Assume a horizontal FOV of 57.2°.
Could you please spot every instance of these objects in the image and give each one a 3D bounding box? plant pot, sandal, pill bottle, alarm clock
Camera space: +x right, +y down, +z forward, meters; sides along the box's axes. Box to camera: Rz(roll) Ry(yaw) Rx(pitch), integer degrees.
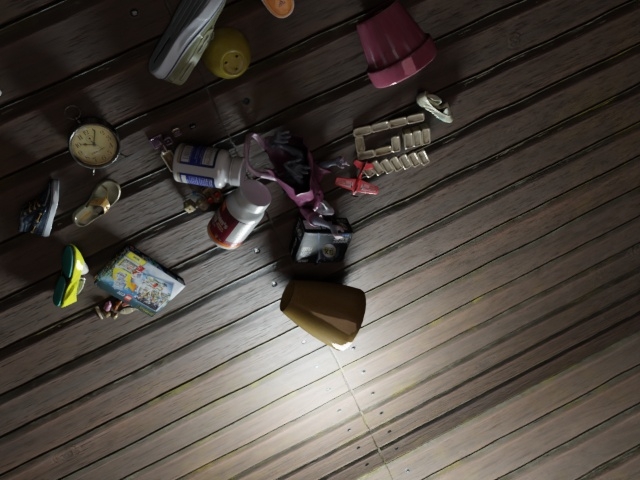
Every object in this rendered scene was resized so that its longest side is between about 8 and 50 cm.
[{"bbox_3d":[-0.238,-0.480,1.541,0.134,0.095,0.134,-12,127,-16],"label":"plant pot"},{"bbox_3d":[-0.634,-0.099,1.667,0.180,0.049,0.072,-42,129,9],"label":"sandal"},{"bbox_3d":[0.196,-0.554,1.628,0.201,0.201,0.180,-34,114,2],"label":"plant pot"},{"bbox_3d":[-0.309,-0.206,1.648,0.187,0.112,0.112,10,122,3],"label":"pill bottle"},{"bbox_3d":[-0.007,0.240,2.079,0.254,0.237,0.237,22,112,-20],"label":"plant pot"},{"bbox_3d":[-0.607,-0.274,1.547,0.129,0.064,0.192,-27,131,-4],"label":"alarm clock"},{"bbox_3d":[-0.138,-0.662,1.441,0.102,0.076,0.265,-38,128,6],"label":"sandal"},{"bbox_3d":[-0.243,-0.078,1.759,0.121,0.121,0.221,14,139,-30],"label":"pill bottle"}]

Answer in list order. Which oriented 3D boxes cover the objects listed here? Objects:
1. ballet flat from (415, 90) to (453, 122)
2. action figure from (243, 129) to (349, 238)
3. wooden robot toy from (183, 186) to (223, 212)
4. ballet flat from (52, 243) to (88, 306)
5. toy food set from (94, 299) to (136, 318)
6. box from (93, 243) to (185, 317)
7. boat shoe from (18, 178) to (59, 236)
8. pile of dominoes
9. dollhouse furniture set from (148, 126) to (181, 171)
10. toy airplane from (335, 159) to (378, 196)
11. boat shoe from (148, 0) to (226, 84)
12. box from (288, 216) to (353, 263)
[{"bbox_3d":[0.376,-0.424,1.863,0.168,0.057,0.052,18,150,-32],"label":"ballet flat"},{"bbox_3d":[-0.059,-0.151,1.789,0.276,0.248,0.370,2,158,16],"label":"action figure"},{"bbox_3d":[-0.324,-0.128,1.771,0.173,0.076,0.079,-38,140,5],"label":"wooden robot toy"},{"bbox_3d":[-0.740,0.103,1.757,0.077,0.077,0.231,-5,130,-46],"label":"ballet flat"},{"bbox_3d":[-0.659,0.220,1.898,0.122,0.019,0.078,-18,128,-11],"label":"toy food set"},{"bbox_3d":[-0.570,0.131,1.857,0.159,0.044,0.233,-42,129,8],"label":"box"},{"bbox_3d":[-0.770,-0.091,1.603,0.083,0.065,0.183,10,119,-30],"label":"boat shoe"},{"bbox_3d":[0.234,-0.314,1.913,0.251,0.040,0.196,-14,129,-4],"label":"pile of dominoes"},{"bbox_3d":[-0.409,-0.242,1.643,0.091,0.081,0.114,-27,129,-4],"label":"dollhouse furniture set"},{"bbox_3d":[0.125,-0.204,1.927,0.151,0.028,0.151,0,128,0],"label":"toy airplane"},{"bbox_3d":[-0.320,-0.528,1.483,0.302,0.109,0.094,-45,144,22],"label":"boat shoe"},{"bbox_3d":[0.000,0.000,1.973,0.180,0.077,0.147,0,135,-24],"label":"box"}]
